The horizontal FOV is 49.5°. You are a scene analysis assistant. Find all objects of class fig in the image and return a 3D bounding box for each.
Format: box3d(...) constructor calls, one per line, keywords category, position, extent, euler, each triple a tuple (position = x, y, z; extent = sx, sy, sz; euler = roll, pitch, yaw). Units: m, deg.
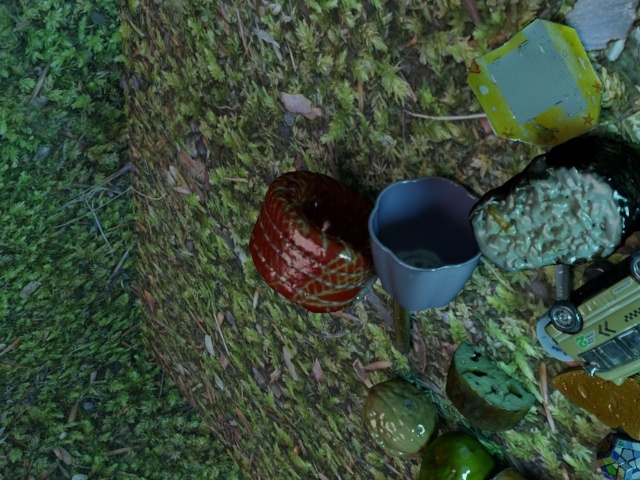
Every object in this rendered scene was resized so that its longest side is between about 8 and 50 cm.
box3d(category="fig", position=(0.401, 0.643, 1.873), extent=(0.275, 0.206, 0.206), euler=(38, 157, -26))

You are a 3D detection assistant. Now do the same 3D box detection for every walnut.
box3d(category="walnut", position=(0.227, 0.506, 1.977), extent=(0.245, 0.198, 0.198), euler=(50, 146, 19))

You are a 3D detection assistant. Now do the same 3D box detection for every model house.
box3d(category="model house", position=(0.378, -0.268, 1.263), extent=(0.219, 0.207, 0.136), euler=(56, -177, -6))

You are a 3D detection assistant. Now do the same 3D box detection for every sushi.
box3d(category="sushi", position=(0.438, -0.061, 1.273), extent=(0.210, 0.171, 0.350), euler=(57, 148, 1))

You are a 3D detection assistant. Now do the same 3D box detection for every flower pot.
box3d(category="flower pot", position=(0.241, 0.027, 1.568), extent=(0.265, 0.265, 0.243), euler=(41, 155, 30))

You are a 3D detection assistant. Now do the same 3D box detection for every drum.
box3d(category="drum", position=(0.516, 0.144, 1.428), extent=(0.130, 0.049, 0.253), euler=(34, 139, 37))

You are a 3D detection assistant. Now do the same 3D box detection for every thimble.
box3d(category="thimble", position=(0.000, 0.000, 1.771), extent=(0.350, 0.350, 0.230), euler=(46, 128, 23))

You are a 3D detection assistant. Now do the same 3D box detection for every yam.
box3d(category="yam", position=(0.220, 0.198, 1.887), extent=(0.046, 0.046, 0.263), euler=(25, 131, 44))

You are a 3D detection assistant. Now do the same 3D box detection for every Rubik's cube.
box3d(category="Rubik's cube", position=(0.634, 0.456, 1.455), extent=(0.111, 0.111, 0.093), euler=(43, 171, 27))

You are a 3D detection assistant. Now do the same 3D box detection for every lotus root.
box3d(category="lotus root", position=(0.396, 0.367, 1.704), extent=(0.235, 0.138, 0.118), euler=(43, 134, 37))

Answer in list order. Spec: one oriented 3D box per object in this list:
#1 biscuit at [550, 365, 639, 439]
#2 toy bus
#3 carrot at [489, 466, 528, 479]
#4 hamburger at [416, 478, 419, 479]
box3d(category="biscuit", position=(0.604, 0.321, 1.445), extent=(0.280, 0.043, 0.183), euler=(3, 112, 59))
box3d(category="toy bus", position=(0.573, 0.105, 1.204), extent=(0.202, 0.177, 0.365), euler=(49, 145, 9))
box3d(category="carrot", position=(0.524, 0.718, 1.730), extent=(0.254, 0.196, 0.195), euler=(39, 141, 40))
box3d(category="hamburger", position=(0.337, 0.919, 2.187), extent=(0.211, 0.133, 0.308), euler=(33, 136, 41))
